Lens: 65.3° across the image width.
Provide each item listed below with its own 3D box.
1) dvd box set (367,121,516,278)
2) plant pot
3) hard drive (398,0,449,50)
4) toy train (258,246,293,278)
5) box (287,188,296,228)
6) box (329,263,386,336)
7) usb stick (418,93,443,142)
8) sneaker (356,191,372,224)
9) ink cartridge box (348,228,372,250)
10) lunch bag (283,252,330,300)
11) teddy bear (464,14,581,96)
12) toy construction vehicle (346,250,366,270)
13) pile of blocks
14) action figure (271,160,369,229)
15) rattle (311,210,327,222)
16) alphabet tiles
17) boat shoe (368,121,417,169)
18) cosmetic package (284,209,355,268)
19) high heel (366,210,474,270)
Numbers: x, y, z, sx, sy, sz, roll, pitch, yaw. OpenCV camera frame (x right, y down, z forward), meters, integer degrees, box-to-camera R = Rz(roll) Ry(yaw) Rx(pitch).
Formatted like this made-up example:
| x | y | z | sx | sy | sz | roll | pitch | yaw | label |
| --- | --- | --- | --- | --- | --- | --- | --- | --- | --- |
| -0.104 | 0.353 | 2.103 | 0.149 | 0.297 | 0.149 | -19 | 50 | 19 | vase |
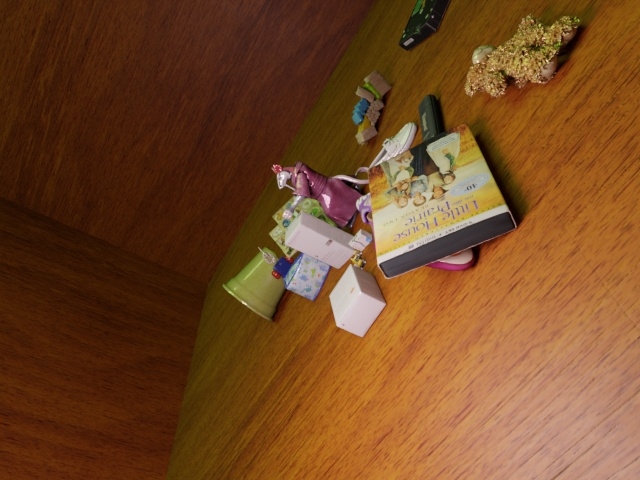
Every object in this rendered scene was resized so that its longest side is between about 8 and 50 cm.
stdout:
| x | y | z | sx | sy | sz | roll | pitch | yaw | label |
| --- | --- | --- | --- | --- | --- | --- | --- | --- | --- |
| 0.272 | -0.114 | 1.238 | 0.307 | 0.062 | 0.421 | -24 | 34 | 20 | dvd box set |
| -0.251 | 0.179 | 2.235 | 0.254 | 0.276 | 0.276 | -53 | 17 | -5 | plant pot |
| 0.466 | -0.993 | 2.104 | 0.339 | 0.064 | 0.237 | -68 | 18 | -9 | hard drive |
| -0.170 | 0.111 | 2.076 | 0.105 | 0.248 | 0.143 | -50 | 7 | -15 | toy train |
| -0.061 | -0.107 | 2.193 | 0.142 | 0.163 | 0.247 | -27 | 40 | 64 | box |
| 0.105 | 0.174 | 1.468 | 0.130 | 0.091 | 0.170 | -57 | 19 | 18 | box |
| 0.354 | -0.381 | 1.610 | 0.077 | 0.045 | 0.278 | -48 | 24 | 38 | usb stick |
| 0.201 | -0.135 | 1.643 | 0.236 | 0.095 | 0.105 | 128 | 152 | -46 | sneaker |
| 0.133 | 0.005 | 1.690 | 0.083 | 0.048 | 0.028 | -51 | 22 | 38 | ink cartridge box |
| -0.050 | 0.130 | 1.899 | 0.151 | 0.128 | 0.096 | -60 | 19 | 14 | lunch bag |
| 0.486 | -0.463 | 1.254 | 0.245 | 0.113 | 0.338 | -57 | 19 | 14 | teddy bear |
| 0.112 | 0.081 | 1.666 | 0.098 | 0.035 | 0.086 | -64 | 18 | 1 | toy construction vehicle |
| 0.188 | -0.565 | 2.155 | 0.112 | 0.148 | 0.362 | -29 | 39 | 60 | pile of blocks |
| -0.007 | -0.199 | 1.838 | 0.276 | 0.370 | 0.248 | -54 | 22 | 20 | action figure |
| -0.009 | -0.019 | 1.960 | 0.130 | 0.142 | 0.199 | -55 | 23 | 3 | rattle |
| -0.048 | -0.095 | 2.049 | 0.342 | 0.011 | 0.285 | -44 | 53 | 1 | alphabet tiles |
| 0.254 | -0.324 | 1.760 | 0.226 | 0.075 | 0.083 | -60 | 19 | 13 | boat shoe |
| 0.000 | 0.000 | 1.767 | 0.117 | 0.231 | 0.086 | -49 | 26 | 38 | cosmetic package |
| 0.266 | 0.036 | 1.286 | 0.127 | 0.181 | 0.377 | -33 | 31 | -12 | high heel |
